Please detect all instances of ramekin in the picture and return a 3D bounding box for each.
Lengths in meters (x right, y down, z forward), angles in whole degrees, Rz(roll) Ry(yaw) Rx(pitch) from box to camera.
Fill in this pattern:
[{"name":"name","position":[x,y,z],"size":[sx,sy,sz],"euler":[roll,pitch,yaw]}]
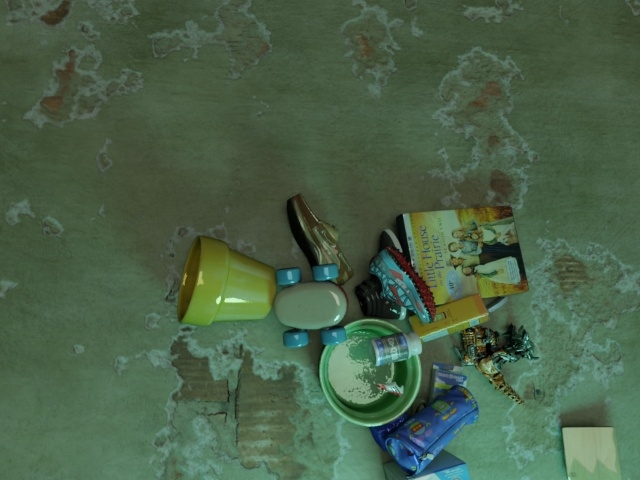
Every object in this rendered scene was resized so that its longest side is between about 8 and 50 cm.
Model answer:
[{"name":"ramekin","position":[0.134,0.389,1.507],"size":[0.304,0.148,0.303],"euler":[2,80,-9]}]

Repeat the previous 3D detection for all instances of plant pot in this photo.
[{"name":"plant pot","position":[-0.266,0.131,1.453],"size":[0.239,0.254,0.253],"euler":[13,77,-23]}]

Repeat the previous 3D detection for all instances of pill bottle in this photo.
[{"name":"pill bottle","position":[0.211,0.304,1.418],"size":[0.137,0.078,0.078],"euler":[-10,82,-11]}]

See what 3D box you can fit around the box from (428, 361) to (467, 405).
[{"name":"box","position":[0.402,0.486,1.588],"size":[0.109,0.042,0.178],"euler":[11,79,-8]}]

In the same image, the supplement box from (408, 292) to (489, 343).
[{"name":"supplement box","position":[0.402,0.246,1.567],"size":[0.234,0.080,0.078],"euler":[-20,60,8]}]

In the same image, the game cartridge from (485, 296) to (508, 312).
[{"name":"game cartridge","position":[0.579,0.213,1.661],"size":[0.083,0.056,0.017],"euler":[-31,86,-13]}]

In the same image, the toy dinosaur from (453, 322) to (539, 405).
[{"name":"toy dinosaur","position":[0.559,0.365,1.608],"size":[0.219,0.164,0.321],"euler":[-28,103,2]}]

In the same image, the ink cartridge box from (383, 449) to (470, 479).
[{"name":"ink cartridge box","position":[0.327,0.779,1.441],"size":[0.198,0.197,0.269],"euler":[-12,82,-11]}]

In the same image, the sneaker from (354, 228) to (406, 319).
[{"name":"sneaker","position":[0.182,0.110,1.588],"size":[0.147,0.104,0.295],"euler":[-3,84,-15]}]

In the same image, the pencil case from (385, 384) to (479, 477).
[{"name":"pencil case","position":[0.330,0.539,1.437],"size":[0.306,0.133,0.119],"euler":[-25,105,-31]}]

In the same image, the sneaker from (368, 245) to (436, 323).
[{"name":"sneaker","position":[0.244,0.145,1.506],"size":[0.261,0.125,0.104],"euler":[56,32,1]}]

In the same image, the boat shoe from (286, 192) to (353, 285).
[{"name":"boat shoe","position":[0.000,0.000,1.582],"size":[0.120,0.123,0.323],"euler":[-26,93,-18]}]

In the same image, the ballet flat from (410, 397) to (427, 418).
[{"name":"ballet flat","position":[0.301,0.574,1.549],"size":[0.057,0.052,0.168],"euler":[7,79,-8]}]

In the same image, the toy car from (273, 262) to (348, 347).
[{"name":"toy car","position":[-0.009,0.177,1.474],"size":[0.211,0.238,0.219],"euler":[-7,91,13]}]

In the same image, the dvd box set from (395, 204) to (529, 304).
[{"name":"dvd box set","position":[0.467,0.046,1.642],"size":[0.421,0.062,0.307],"euler":[-4,80,-18]}]

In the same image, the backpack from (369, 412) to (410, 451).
[{"name":"backpack","position":[0.223,0.570,1.510],"size":[0.120,0.101,0.097],"euler":[-28,122,-18]}]

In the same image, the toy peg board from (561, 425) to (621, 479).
[{"name":"toy peg board","position":[0.863,0.682,1.621],"size":[0.161,0.079,0.161],"euler":[-3,79,6]}]

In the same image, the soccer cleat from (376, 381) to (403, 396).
[{"name":"soccer cleat","position":[0.198,0.416,1.422],"size":[0.083,0.029,0.035],"euler":[22,68,-8]}]
